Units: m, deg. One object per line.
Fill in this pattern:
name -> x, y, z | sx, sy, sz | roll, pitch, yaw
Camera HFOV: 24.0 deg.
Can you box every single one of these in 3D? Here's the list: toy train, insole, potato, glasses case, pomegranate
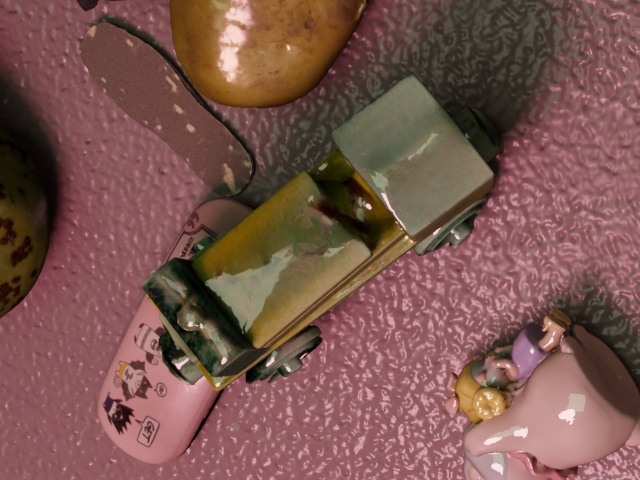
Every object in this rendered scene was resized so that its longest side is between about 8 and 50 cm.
toy train -> 0.000, 0.000, 1.410 | 0.397, 0.253, 0.160 | -37, 84, 4
insole -> -0.165, -0.144, 1.618 | 0.248, 0.011, 0.081 | 45, 114, 9
potato -> -0.048, -0.248, 1.477 | 0.197, 0.148, 0.228 | 2, 112, 8
glasses case -> -0.140, 0.099, 1.612 | 0.122, 0.075, 0.314 | 33, 108, 12
pomegranate -> -0.422, -0.021, 1.615 | 0.254, 0.270, 0.254 | -11, 64, 24

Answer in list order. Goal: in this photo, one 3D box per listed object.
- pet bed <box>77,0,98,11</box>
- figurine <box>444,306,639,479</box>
pet bed -> -0.222, -0.355, 1.513 | 0.183, 0.159, 0.211 | -43, 80, 32
figurine -> 0.187, 0.190, 1.469 | 0.155, 0.127, 0.235 | 44, 116, -10
